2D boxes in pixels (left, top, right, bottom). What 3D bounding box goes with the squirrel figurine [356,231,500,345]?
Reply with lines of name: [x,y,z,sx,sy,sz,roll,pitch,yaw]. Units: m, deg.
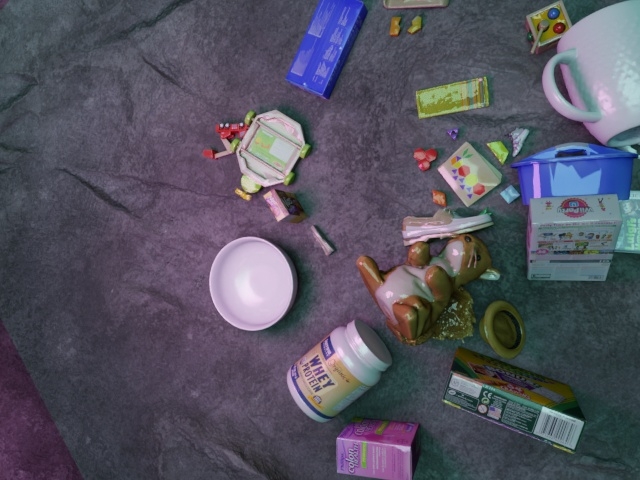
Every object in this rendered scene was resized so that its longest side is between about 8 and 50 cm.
squirrel figurine: [0.371,0.152,1.607,0.370,0.397,0.281,-32,43,-9]

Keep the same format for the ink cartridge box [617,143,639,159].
ink cartridge box: [1.024,-0.356,1.518,0.189,0.066,0.233,33,120,16]

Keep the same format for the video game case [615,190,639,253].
video game case: [0.967,-0.056,1.537,0.173,0.022,0.191,4,91,19]

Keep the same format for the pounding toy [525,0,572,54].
pounding toy: [0.708,-0.659,1.590,0.141,0.100,0.130,-20,83,17]

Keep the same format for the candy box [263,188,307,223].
candy box: [-0.124,-0.121,1.817,0.053,0.186,0.109,-33,79,15]

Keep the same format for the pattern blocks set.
pattern blocks set: [0.495,-0.224,1.695,0.285,0.026,0.325,-30,80,16]

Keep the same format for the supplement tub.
supplement tub: [0.065,0.439,1.726,0.316,0.228,0.228,-43,77,13]

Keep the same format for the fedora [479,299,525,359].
fedora: [0.571,0.287,1.618,0.079,0.194,0.195,-21,81,57]

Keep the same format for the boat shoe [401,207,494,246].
boat shoe: [0.411,-0.057,1.669,0.302,0.113,0.104,-12,81,24]

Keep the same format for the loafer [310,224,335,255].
loafer: [0.000,0.000,1.852,0.039,0.045,0.125,-43,80,20]

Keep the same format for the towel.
towel: [0.447,-0.485,1.718,0.237,0.021,0.102,-7,86,19]

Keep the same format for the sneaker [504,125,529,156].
sneaker: [0.630,-0.326,1.648,0.069,0.038,0.098,26,88,19]

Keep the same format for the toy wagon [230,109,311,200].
toy wagon: [-0.207,-0.311,1.895,0.267,0.068,0.345,32,100,7]

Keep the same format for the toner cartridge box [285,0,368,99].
toner cartridge box: [0.022,-0.709,1.835,0.165,0.075,0.348,28,98,18]

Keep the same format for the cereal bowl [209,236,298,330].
cereal bowl: [-0.233,0.155,1.875,0.338,0.141,0.340,0,90,19]

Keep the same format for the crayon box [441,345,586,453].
crayon box: [0.565,0.455,1.512,0.362,0.313,0.106,18,98,17]

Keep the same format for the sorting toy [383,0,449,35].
sorting toy: [0.333,-0.869,1.750,0.228,0.041,0.308,8,92,19]

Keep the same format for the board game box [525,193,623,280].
board game box: [0.724,0.002,1.473,0.223,0.303,0.098,-1,55,18]

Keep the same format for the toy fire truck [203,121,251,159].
toy fire truck: [-0.362,-0.388,1.975,0.191,0.047,0.136,2,90,18]

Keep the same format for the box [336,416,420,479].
box: [0.199,0.690,1.685,0.242,0.213,0.118,-2,89,19]

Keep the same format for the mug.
mug: [0.803,-0.442,1.415,0.373,0.276,0.329,-6,76,-9]

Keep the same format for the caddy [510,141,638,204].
caddy: [0.747,-0.201,1.500,0.340,0.241,0.180,-2,93,18]
